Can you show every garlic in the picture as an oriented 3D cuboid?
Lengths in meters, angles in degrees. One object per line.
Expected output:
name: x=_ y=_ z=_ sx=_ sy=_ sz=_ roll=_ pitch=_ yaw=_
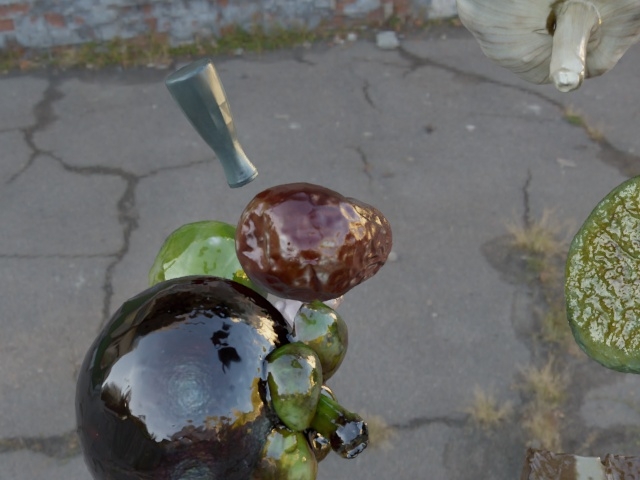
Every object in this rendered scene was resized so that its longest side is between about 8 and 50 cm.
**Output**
garlic: x=0.212 y=-0.204 z=0.732 sx=0.199 sy=0.199 sz=0.226 roll=3 pitch=40 yaw=7

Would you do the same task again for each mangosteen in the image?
mangosteen: x=-0.132 y=0.186 z=1.031 sx=0.330 sy=0.330 sz=0.330 roll=-1 pitch=34 yaw=1

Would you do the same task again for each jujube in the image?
jujube: x=0.000 y=0.000 z=1.250 sx=0.190 sy=0.190 sz=0.255 roll=26 pitch=22 yaw=34

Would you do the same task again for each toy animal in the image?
toy animal: x=0.004 y=0.104 z=1.761 sx=0.124 sy=0.212 sz=0.124 roll=32 pitch=19 yaw=-13

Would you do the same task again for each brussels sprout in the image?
brussels sprout: x=-0.265 y=0.101 z=1.954 sx=0.268 sy=0.344 sz=0.344 roll=44 pitch=47 yaw=7

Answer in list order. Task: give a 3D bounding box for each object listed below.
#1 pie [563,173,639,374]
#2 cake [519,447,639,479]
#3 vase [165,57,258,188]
pie: x=0.437 y=0.045 z=1.128 sx=0.078 sy=0.277 sz=0.277 roll=21 pitch=20 yaw=-35
cake: x=0.440 y=0.490 z=1.307 sx=0.290 sy=0.256 sz=0.282 roll=1 pitch=49 yaw=5
vase: x=-0.174 y=-0.192 z=1.439 sx=0.086 sy=0.214 sz=0.086 roll=-22 pitch=24 yaw=10
